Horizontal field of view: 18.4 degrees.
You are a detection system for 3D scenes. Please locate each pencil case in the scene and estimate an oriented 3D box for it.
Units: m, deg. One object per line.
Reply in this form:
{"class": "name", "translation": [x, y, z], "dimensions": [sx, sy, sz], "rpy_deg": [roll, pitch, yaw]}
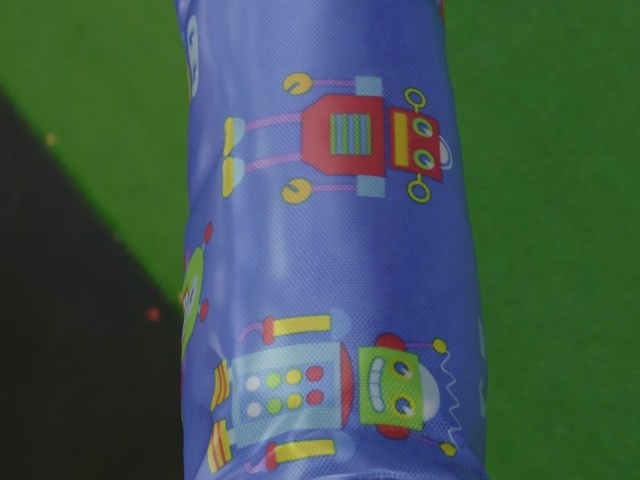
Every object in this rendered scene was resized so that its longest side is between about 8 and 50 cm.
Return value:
{"class": "pencil case", "translation": [0.000, 0.000, 0.765], "dimensions": [0.133, 0.119, 0.306], "rpy_deg": [116, 157, -50]}
